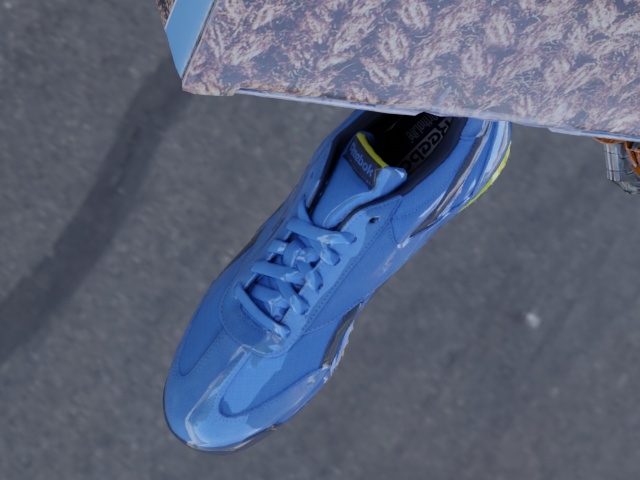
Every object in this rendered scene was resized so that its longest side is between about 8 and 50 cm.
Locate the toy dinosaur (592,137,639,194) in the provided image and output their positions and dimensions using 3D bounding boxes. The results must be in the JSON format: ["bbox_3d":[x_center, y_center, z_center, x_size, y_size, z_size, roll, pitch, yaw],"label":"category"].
[{"bbox_3d":[0.211,-0.136,1.225,0.322,0.164,0.218,-3,109,-46],"label":"toy dinosaur"}]

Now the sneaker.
[{"bbox_3d":[0.000,0.000,0.795,0.209,0.069,0.082,-48,159,-4],"label":"sneaker"}]

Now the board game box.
[{"bbox_3d":[0.048,-0.189,0.690,0.232,0.291,0.141,5,134,-25],"label":"board game box"}]
